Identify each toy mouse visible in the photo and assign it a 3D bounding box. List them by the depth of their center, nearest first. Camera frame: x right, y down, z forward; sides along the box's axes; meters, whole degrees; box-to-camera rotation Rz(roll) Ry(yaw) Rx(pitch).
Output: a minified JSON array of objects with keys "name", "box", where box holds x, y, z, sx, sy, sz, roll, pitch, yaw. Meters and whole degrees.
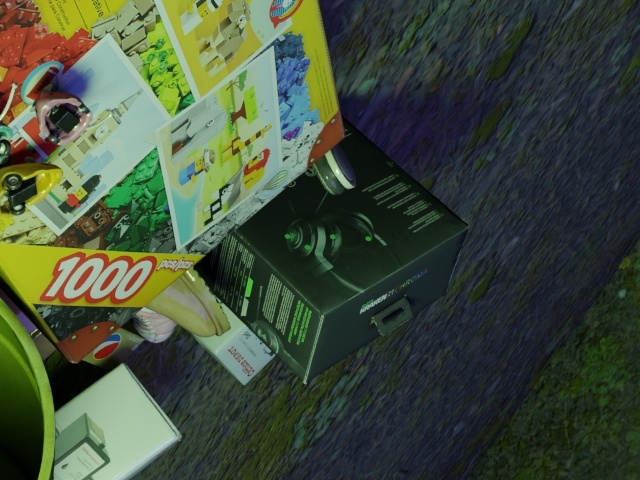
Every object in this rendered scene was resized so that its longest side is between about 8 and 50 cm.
[{"name":"toy mouse","box":[-0.226,-0.079,1.096,0.161,0.031,0.143,-36,154,-20]}]

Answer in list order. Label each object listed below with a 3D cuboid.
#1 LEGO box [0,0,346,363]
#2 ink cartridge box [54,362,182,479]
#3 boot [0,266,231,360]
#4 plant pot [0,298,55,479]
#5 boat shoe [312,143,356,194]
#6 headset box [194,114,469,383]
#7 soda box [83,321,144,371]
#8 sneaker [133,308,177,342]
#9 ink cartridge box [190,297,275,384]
[{"name":"LEGO box","box":[-0.196,-0.162,1.292,0.372,0.193,0.500,-41,155,-13]},{"name":"ink cartridge box","box":[-0.308,0.275,1.762,0.273,0.115,0.198,-36,176,-10]},{"name":"boot","box":[-0.262,0.085,1.581,0.269,0.089,0.236,-38,119,-5]},{"name":"plant pot","box":[-0.408,0.246,1.400,0.366,0.366,0.353,-40,161,-17]},{"name":"boat shoe","box":[-0.031,-0.113,1.603,0.079,0.233,0.084,-39,134,3]},{"name":"headset box","box":[0.000,0.000,1.750,0.246,0.283,0.131,-31,151,-34]},{"name":"soda box","box":[-0.279,0.098,1.710,0.058,0.061,0.181,-48,156,2]},{"name":"sneaker","box":[-0.214,0.096,1.824,0.070,0.051,0.134,-58,158,11]},{"name":"ink cartridge box","box":[-0.075,0.080,1.984,0.208,0.087,0.153,-44,155,-6]}]
